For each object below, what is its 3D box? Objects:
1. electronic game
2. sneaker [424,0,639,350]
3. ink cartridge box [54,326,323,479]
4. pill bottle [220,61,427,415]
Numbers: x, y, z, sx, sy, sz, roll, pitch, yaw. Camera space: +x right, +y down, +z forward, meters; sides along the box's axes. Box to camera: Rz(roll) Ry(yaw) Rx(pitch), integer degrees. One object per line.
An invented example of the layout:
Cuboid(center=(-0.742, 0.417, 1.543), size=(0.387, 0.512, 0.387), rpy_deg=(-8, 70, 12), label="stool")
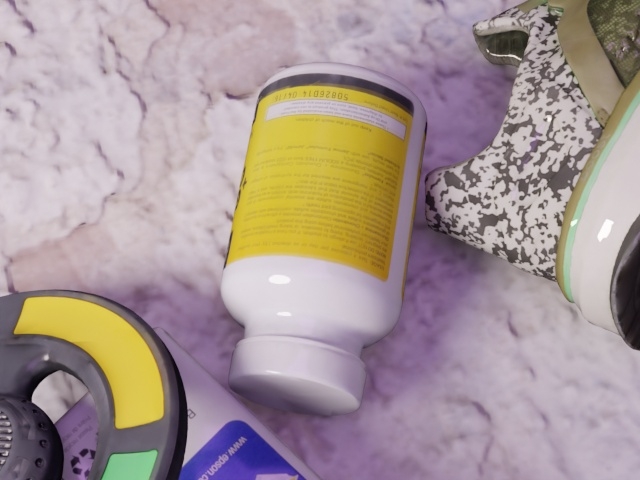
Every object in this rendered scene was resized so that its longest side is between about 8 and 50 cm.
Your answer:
Cuboid(center=(-0.173, 0.117, 0.671), size=(0.229, 0.048, 0.229), rpy_deg=(-13, 45, 14), label="electronic game")
Cuboid(center=(0.185, -0.141, 0.814), size=(0.182, 0.158, 0.410), rpy_deg=(18, 63, 24), label="sneaker")
Cuboid(center=(-0.017, 0.230, 0.689), size=(0.371, 0.069, 0.176), rpy_deg=(41, 72, 16), label="ink cartridge box")
Cuboid(center=(0.000, 0.000, 0.760), size=(0.103, 0.103, 0.184), rpy_deg=(9, 68, 2), label="pill bottle")
